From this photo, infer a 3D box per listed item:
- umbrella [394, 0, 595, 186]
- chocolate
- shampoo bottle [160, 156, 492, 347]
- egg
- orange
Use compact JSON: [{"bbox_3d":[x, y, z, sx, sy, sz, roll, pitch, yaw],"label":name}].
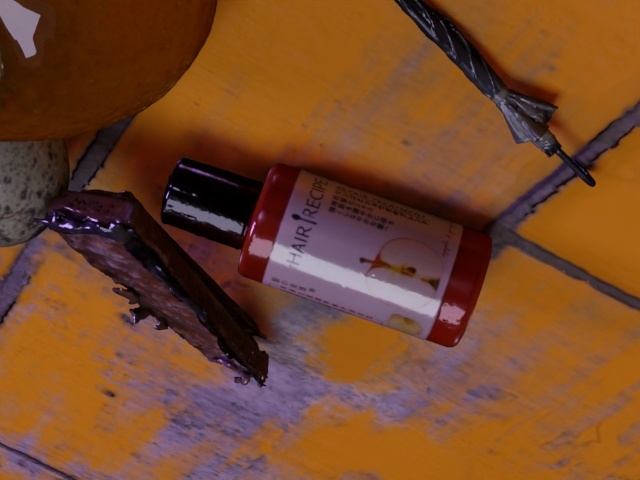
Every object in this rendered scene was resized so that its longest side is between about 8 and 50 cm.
[{"bbox_3d":[0.129,-0.122,1.190,0.044,0.044,0.269,-43,117,16],"label":"umbrella"},{"bbox_3d":[-0.136,0.041,1.431,0.102,0.065,0.329,10,157,28],"label":"chocolate"},{"bbox_3d":[0.000,0.000,1.340,0.278,0.104,0.104,19,143,0],"label":"shampoo bottle"},{"bbox_3d":[-0.288,-0.074,1.350,0.132,0.132,0.172,-2,127,25],"label":"egg"},{"bbox_3d":[-0.251,-0.198,1.135,0.334,0.196,0.263,14,114,11],"label":"orange"}]
